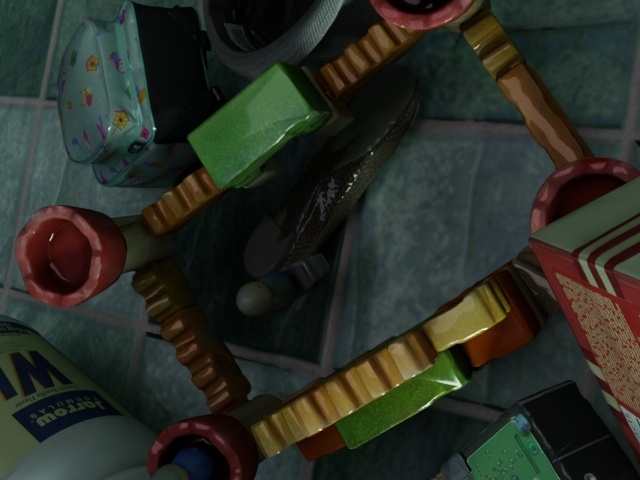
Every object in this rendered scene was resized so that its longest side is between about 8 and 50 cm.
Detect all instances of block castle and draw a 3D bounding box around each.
[{"bbox_3d":[0.000,0.000,0.691,0.453,0.213,0.303,-35,83,19],"label":"block castle"}]

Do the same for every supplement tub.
[{"bbox_3d":[-0.299,0.243,0.892,0.325,0.235,0.235,29,99,33],"label":"supplement tub"}]

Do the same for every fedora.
[{"bbox_3d":[0.003,-0.262,0.820,0.275,0.124,0.243,-39,54,44],"label":"fedora"}]

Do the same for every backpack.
[{"bbox_3d":[-0.198,-0.141,0.926,0.188,0.144,0.165,-41,61,59],"label":"backpack"}]

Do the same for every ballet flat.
[{"bbox_3d":[0.017,-0.057,0.844,0.250,0.058,0.084,-55,43,8],"label":"ballet flat"}]

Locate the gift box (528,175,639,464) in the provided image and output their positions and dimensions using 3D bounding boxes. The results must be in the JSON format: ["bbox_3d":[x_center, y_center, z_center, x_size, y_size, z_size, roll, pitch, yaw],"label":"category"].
[{"bbox_3d":[0.303,0.053,0.443,0.258,0.276,0.255,-29,103,-2],"label":"gift box"}]

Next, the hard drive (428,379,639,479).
[{"bbox_3d":[0.191,0.296,0.604,0.339,0.064,0.237,59,144,25],"label":"hard drive"}]
